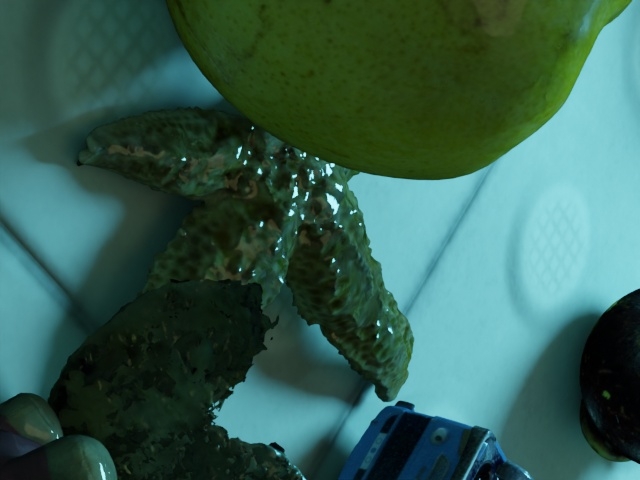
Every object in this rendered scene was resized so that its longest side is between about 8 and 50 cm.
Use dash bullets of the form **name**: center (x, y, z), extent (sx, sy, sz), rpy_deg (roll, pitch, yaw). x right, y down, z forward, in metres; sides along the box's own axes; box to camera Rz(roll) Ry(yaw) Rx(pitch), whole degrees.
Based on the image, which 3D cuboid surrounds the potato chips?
- **potato chips**: center (-0.083, 0.131, 1.098), extent (0.029, 0.202, 0.220), rpy_deg (-75, 162, -75)

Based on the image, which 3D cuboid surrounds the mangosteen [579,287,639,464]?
- **mangosteen**: center (0.333, 0.146, 1.601), extent (0.192, 0.192, 0.217), rpy_deg (-47, 152, -33)

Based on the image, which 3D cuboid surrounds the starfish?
- **starfish**: center (0.000, 0.000, 1.238), extent (0.432, 0.082, 0.324), rpy_deg (-23, 114, -47)

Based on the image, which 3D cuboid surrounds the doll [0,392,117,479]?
- **doll**: center (-0.159, 0.228, 1.022), extent (0.196, 0.152, 0.255), rpy_deg (-57, 135, -75)

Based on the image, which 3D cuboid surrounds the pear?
- **pear**: center (0.043, -0.191, 1.068), extent (0.314, 0.314, 0.314), rpy_deg (-15, 110, -48)

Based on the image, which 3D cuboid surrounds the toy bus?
- **toy bus**: center (0.102, 0.233, 1.370), extent (0.116, 0.134, 0.234), rpy_deg (-58, 142, -22)
